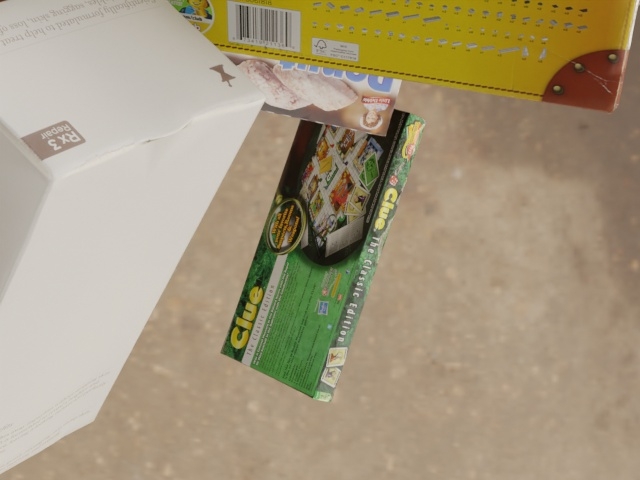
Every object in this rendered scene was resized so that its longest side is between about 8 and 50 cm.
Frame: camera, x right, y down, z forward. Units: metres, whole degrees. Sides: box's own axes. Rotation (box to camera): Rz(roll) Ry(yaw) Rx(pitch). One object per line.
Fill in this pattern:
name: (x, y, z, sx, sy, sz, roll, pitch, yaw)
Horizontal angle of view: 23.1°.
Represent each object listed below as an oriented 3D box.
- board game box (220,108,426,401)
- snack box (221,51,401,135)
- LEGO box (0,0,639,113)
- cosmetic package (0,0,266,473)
board game box: (0.000, 0.000, 1.393, 0.030, 0.136, 0.260, 17, 93, -46)
snack box: (-0.023, -0.133, 1.270, 0.178, 0.022, 0.064, 11, 104, -19)
LEGO box: (0.017, -0.321, 1.216, 0.193, 0.500, 0.372, 91, 12, -45)
cosmetic package: (-0.222, 0.008, 1.144, 0.156, 0.385, 0.217, 43, 38, 17)
